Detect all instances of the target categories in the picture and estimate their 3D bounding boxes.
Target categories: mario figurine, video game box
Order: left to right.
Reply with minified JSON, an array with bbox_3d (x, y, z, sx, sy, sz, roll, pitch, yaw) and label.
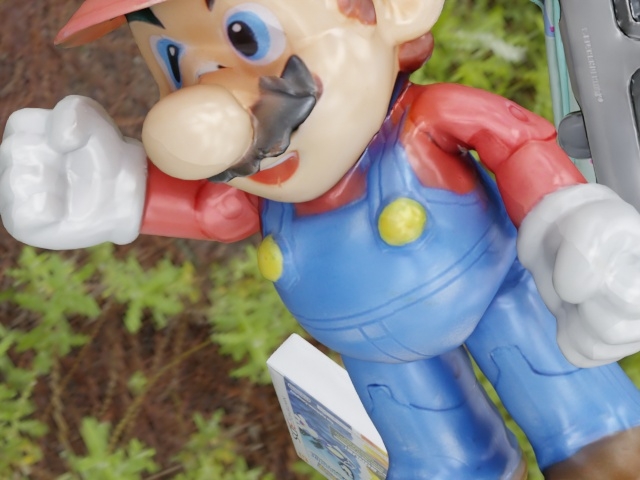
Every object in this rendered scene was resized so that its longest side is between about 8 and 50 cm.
[{"bbox_3d":[0.000,0.000,0.662,0.198,0.170,0.320,-32,110,0],"label":"mario figurine"},{"bbox_3d":[0.048,0.197,1.675,0.205,0.187,0.048,35,70,29],"label":"video game box"}]

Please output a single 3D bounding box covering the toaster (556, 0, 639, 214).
[{"bbox_3d":[0.187,-0.095,0.768,0.110,0.185,0.168,-43,123,-60],"label":"toaster"}]

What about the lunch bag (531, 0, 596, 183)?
[{"bbox_3d":[0.244,-0.125,1.129,0.224,0.279,0.108,4,52,14],"label":"lunch bag"}]
